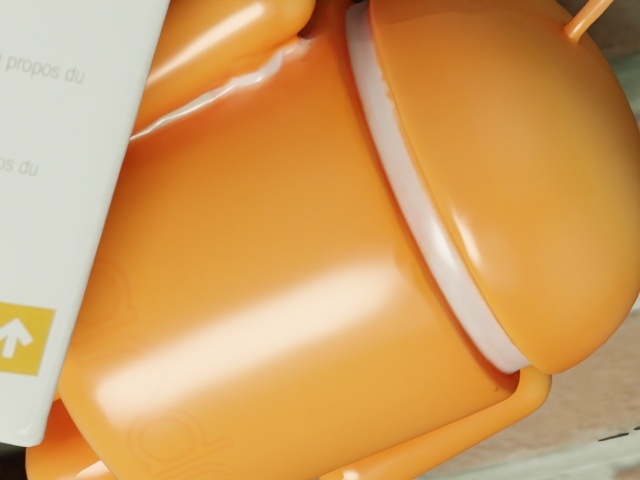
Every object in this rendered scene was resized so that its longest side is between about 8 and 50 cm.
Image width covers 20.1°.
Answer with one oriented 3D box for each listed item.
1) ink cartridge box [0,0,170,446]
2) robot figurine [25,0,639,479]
[{"bbox_3d":[-0.163,-0.125,0.360,0.304,0.072,0.307,12,103,-23],"label":"ink cartridge box"},{"bbox_3d":[0.001,0.001,0.520,0.219,0.158,0.128,-24,180,14],"label":"robot figurine"}]
